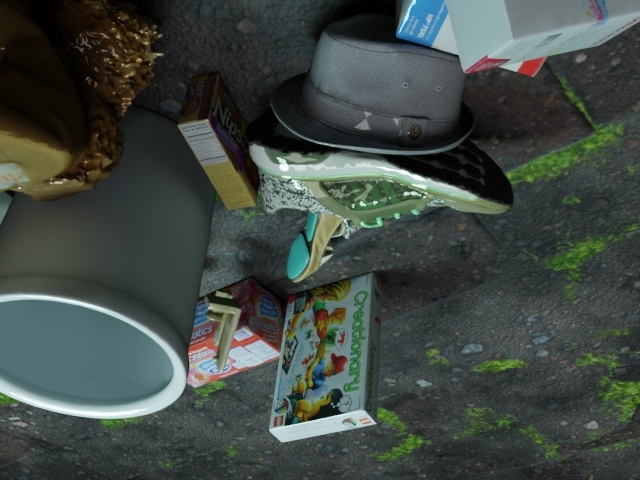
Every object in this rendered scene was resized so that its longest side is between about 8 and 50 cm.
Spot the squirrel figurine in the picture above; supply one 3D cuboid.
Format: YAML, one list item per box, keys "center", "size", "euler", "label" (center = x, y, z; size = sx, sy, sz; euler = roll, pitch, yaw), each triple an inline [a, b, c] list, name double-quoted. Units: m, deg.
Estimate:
- center: [-0.392, -0.249, 0.982]
  size: [0.281, 0.370, 0.397]
  euler: [-13, 170, 29]
  label: "squirrel figurine"

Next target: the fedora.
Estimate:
- center: [0.081, -0.214, 1.031]
  size: [0.275, 0.244, 0.124]
  euler: [4, 123, -14]
  label: "fedora"

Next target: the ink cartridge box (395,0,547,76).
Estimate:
- center: [0.214, -0.288, 0.987]
  size: [0.231, 0.134, 0.078]
  euler: [14, 140, -10]
  label: "ink cartridge box"

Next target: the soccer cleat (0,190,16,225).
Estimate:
- center: [-0.561, 0.049, 1.471]
  size: [0.116, 0.143, 0.331]
  euler: [-3, 140, 10]
  label: "soccer cleat"

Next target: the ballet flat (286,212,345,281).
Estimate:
- center: [0.000, 0.000, 1.407]
  size: [0.073, 0.080, 0.232]
  euler: [1, 144, -18]
  label: "ballet flat"

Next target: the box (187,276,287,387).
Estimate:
- center: [-0.201, 0.191, 1.617]
  size: [0.257, 0.123, 0.128]
  euler: [-24, 132, 30]
  label: "box"

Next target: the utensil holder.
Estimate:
- center: [-0.334, 0.025, 1.229]
  size: [0.327, 0.385, 0.328]
  euler: [4, 141, 3]
  label: "utensil holder"

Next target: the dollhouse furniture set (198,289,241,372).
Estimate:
- center: [-0.244, 0.145, 1.452]
  size: [0.151, 0.144, 0.123]
  euler: [13, 101, -20]
  label: "dollhouse furniture set"

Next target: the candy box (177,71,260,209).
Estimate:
- center: [-0.148, -0.149, 1.216]
  size: [0.053, 0.109, 0.187]
  euler: [-8, 138, 15]
  label: "candy box"

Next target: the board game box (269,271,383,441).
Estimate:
- center: [0.016, 0.211, 1.475]
  size: [0.193, 0.305, 0.053]
  euler: [-18, 133, 24]
  label: "board game box"

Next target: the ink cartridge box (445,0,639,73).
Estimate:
- center: [0.242, -0.271, 0.857]
  size: [0.176, 0.127, 0.128]
  euler: [-14, 178, -13]
  label: "ink cartridge box"

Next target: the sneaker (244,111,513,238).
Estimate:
- center: [0.085, -0.083, 1.227]
  size: [0.410, 0.158, 0.182]
  euler: [12, 132, 5]
  label: "sneaker"
